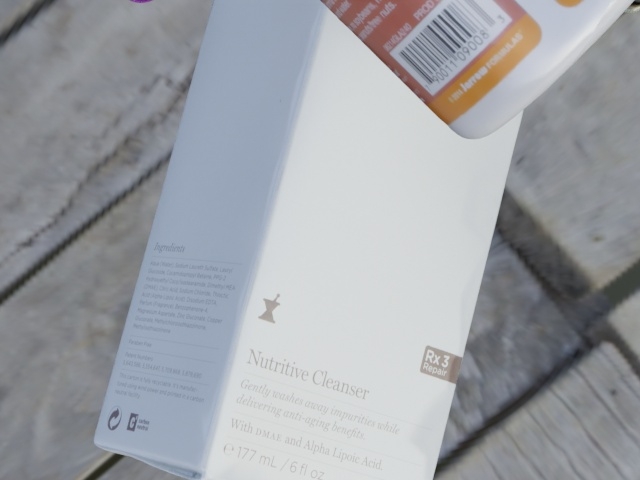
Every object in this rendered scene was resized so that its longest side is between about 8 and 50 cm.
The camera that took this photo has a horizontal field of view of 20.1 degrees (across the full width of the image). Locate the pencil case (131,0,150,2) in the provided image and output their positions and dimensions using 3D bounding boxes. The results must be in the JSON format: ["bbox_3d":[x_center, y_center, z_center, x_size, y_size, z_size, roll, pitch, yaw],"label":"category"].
[{"bbox_3d":[-0.176,-0.274,1.532,0.070,0.064,0.151,-22,61,-22],"label":"pencil case"}]

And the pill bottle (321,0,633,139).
[{"bbox_3d":[0.025,-0.153,0.699,0.216,0.121,0.121,45,91,-3],"label":"pill bottle"}]

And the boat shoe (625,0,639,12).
[{"bbox_3d":[0.222,-0.179,1.199,0.072,0.190,0.068,-39,60,5],"label":"boat shoe"}]

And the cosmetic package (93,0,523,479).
[{"bbox_3d":[0.000,0.000,1.347,0.217,0.156,0.385,18,83,-37],"label":"cosmetic package"}]
